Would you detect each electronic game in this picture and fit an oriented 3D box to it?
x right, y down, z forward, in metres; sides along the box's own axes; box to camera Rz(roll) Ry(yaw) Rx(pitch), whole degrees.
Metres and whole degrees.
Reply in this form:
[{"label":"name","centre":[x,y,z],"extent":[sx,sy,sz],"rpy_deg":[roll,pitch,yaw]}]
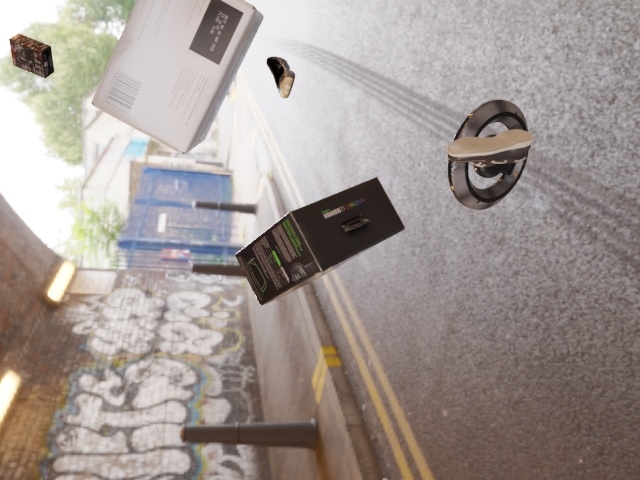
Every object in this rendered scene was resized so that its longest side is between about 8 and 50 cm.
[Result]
[{"label":"electronic game","centre":[0.347,-0.173,1.266],"extent":[0.048,0.229,0.229],"rpy_deg":[29,117,50]}]

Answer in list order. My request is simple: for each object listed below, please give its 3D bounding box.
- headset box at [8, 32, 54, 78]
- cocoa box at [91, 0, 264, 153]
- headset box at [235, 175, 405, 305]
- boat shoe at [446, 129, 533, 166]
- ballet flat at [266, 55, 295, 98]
[{"label":"headset box","centre":[-0.580,-0.370,1.233],"extent":[0.062,0.083,0.032],"rpy_deg":[106,-171,-46]},{"label":"cocoa box","centre":[-0.307,-0.408,1.383],"extent":[0.347,0.232,0.228],"rpy_deg":[-61,8,15]},{"label":"headset box","centre":[0.000,0.000,1.292],"extent":[0.283,0.246,0.131],"rpy_deg":[-34,83,52]},{"label":"boat shoe","centre":[0.216,-0.113,0.796],"extent":[0.046,0.125,0.038],"rpy_deg":[51,148,45]},{"label":"ballet flat","centre":[-0.084,-0.334,1.269],"extent":[0.057,0.049,0.173],"rpy_deg":[-64,23,24]}]
